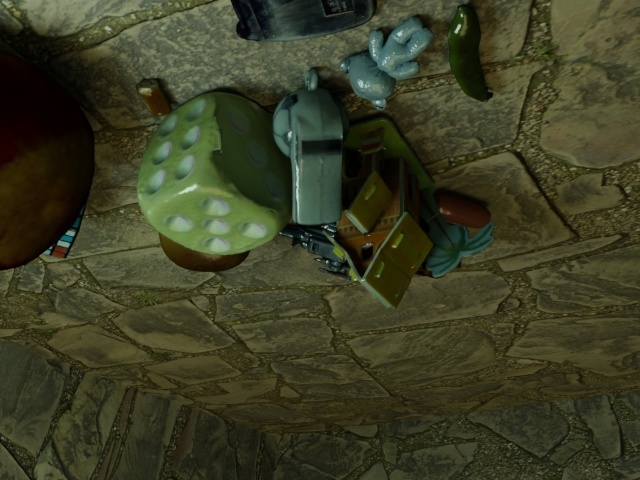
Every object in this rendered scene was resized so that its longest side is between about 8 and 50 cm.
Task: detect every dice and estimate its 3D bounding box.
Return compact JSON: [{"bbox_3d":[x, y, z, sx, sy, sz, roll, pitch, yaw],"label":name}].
[{"bbox_3d":[-0.203,-0.133,1.439,0.254,0.251,0.250,-22,143,35],"label":"dice"}]

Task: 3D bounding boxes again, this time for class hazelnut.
[{"bbox_3d":[-0.630,-0.150,1.343,0.402,0.402,0.429,15,118,-19],"label":"hazelnut"}]

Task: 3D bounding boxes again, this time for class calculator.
[{"bbox_3d":[-0.032,-0.402,1.154,0.268,0.040,0.177,-8,151,12],"label":"calculator"}]

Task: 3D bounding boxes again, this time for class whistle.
[{"bbox_3d":[-0.019,-0.189,1.368,0.164,0.163,0.289,3,113,3],"label":"whistle"}]

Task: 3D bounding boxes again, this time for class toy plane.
[{"bbox_3d":[0.000,0.004,1.813,0.327,0.104,0.222,9,124,-3],"label":"toy plane"}]

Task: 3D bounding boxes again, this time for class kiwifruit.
[{"bbox_3d":[-0.288,-0.014,1.732,0.234,0.195,0.196,3,152,15],"label":"kiwifruit"}]

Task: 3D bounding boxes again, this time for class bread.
[{"bbox_3d":[-0.332,-0.287,1.399,0.047,0.036,0.083,-9,148,7],"label":"bread"}]

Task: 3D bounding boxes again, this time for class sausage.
[{"bbox_3d":[0.337,-0.070,1.676,0.154,0.062,0.062,15,149,-19],"label":"sausage"}]

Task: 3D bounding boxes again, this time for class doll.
[{"bbox_3d":[0.125,-0.326,1.251,0.180,0.075,0.120,-40,92,27],"label":"doll"}]

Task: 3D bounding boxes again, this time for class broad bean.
[{"bbox_3d":[0.261,-0.324,1.243,0.065,0.046,0.254,-13,149,15],"label":"broad bean"}]

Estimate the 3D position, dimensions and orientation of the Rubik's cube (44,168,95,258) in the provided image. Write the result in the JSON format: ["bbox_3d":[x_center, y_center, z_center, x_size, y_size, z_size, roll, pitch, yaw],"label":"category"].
[{"bbox_3d":[-0.656,-0.087,1.650,0.187,0.182,0.184,16,150,-20],"label":"Rubik's cube"}]

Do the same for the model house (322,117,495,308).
[{"bbox_3d":[0.164,-0.049,1.467,0.340,0.323,0.300,-11,148,26],"label":"model house"}]

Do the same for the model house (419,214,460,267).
[{"bbox_3d":[0.249,-0.011,1.692,0.165,0.106,0.152,17,-177,42],"label":"model house"}]

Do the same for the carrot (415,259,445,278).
[{"bbox_3d":[0.236,0.060,1.925,0.229,0.068,0.069,9,151,-7],"label":"carrot"}]
